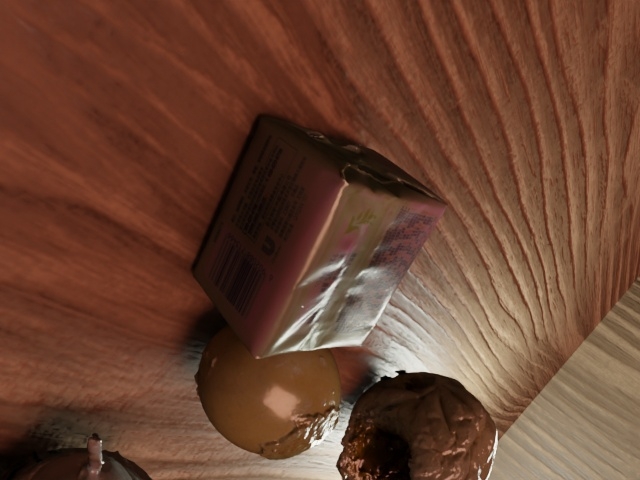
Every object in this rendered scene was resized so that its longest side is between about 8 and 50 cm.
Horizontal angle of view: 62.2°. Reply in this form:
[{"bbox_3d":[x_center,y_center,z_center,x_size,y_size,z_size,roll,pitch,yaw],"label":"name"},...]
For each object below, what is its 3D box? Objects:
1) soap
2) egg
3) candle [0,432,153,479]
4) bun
[{"bbox_3d":[0.000,0.000,0.549,0.182,0.138,0.199,7,117,-48],"label":"soap"},{"bbox_3d":[-0.057,0.168,0.621,0.164,0.164,0.201,-44,139,-8],"label":"egg"},{"bbox_3d":[-0.247,0.299,0.511,0.188,0.188,0.329,9,107,-50],"label":"candle"},{"bbox_3d":[0.180,0.344,0.969,0.282,0.282,0.204,8,81,-49],"label":"bun"}]
